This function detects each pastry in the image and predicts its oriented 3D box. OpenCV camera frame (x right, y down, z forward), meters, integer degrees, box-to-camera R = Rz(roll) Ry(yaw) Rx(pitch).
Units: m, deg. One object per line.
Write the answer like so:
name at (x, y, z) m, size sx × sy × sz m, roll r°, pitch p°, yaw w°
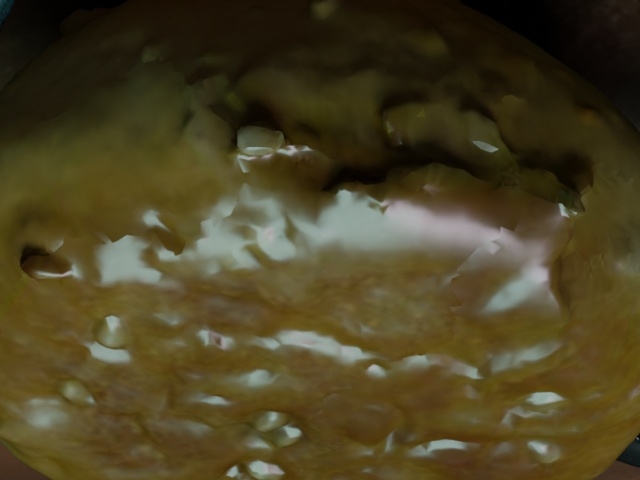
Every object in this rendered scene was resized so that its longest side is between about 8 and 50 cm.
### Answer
pastry at (0.000, 0.000, 0.610) m, size 0.316 × 0.184 × 0.284 m, roll 10°, pitch 139°, yaw -11°

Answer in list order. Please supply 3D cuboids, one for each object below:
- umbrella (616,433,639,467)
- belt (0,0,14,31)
umbrella at (0.303, 0.150, 0.945) m, size 0.326 × 0.094 × 0.090 m, roll 16°, pitch 134°, yaw -23°
belt at (-0.158, -0.079, 0.571) m, size 0.065 × 0.100 × 0.179 m, roll 28°, pitch 140°, yaw -11°
